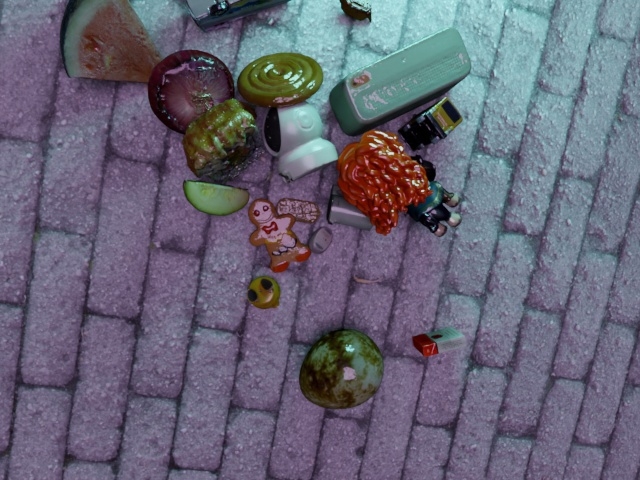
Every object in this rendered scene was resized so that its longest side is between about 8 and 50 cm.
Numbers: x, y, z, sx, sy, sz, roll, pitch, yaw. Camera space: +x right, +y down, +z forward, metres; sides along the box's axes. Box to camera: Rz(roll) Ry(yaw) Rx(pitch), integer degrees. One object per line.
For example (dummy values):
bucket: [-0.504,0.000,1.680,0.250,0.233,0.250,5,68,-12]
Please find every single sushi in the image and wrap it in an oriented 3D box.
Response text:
sushi: [-0.267,-0.289,1.175,0.274,0.184,0.139,-40,71,-6]
sushi: [0.112,-0.721,1.267,0.120,0.055,0.052,6,85,-19]

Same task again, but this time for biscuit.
biscuit: [-0.147,-0.020,1.306,0.165,0.036,0.250,-29,103,-1]
biscuit: [-0.118,-0.475,1.185,0.262,0.037,0.262,-2,53,3]
biscuit: [-0.072,-0.097,1.327,0.147,0.018,0.071,9,94,-10]

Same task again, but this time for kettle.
kettle: [0.100,-0.105,1.313,0.148,0.098,0.127,11,100,-6]

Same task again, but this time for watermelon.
watermelon: [-0.565,-0.541,1.095,0.292,0.250,0.283,25,97,-7]

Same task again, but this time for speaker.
speaker: [0.240,-0.482,1.244,0.406,0.184,0.183,-27,100,-5]

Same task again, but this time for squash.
squash: [-0.297,-0.118,1.174,0.169,0.252,0.093,10,96,-9]

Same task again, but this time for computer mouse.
computer mouse: [-0.001,0.001,1.334,0.066,0.039,0.096,41,63,-19]

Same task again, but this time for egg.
egg: [0.061,0.411,1.297,0.289,0.238,0.238,-29,100,20]

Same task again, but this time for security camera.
security camera: [-0.071,-0.310,1.219,0.194,0.194,0.236,-24,99,-5]

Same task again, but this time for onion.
onion: [-0.369,-0.424,1.165,0.248,0.248,0.161,-39,67,-2]

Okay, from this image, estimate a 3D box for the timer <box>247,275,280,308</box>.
timer: [-0.178,0.171,1.317,0.107,0.109,0.107,-3,73,10]

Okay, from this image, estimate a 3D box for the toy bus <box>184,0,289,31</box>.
toy bus: [-0.231,-0.711,1.180,0.317,0.138,0.112,-22,94,-4]

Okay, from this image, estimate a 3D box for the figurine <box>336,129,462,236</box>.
figurine: [0.250,-0.163,1.225,0.411,0.241,0.306,5,71,-33]

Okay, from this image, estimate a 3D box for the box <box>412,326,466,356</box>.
box: [0.407,0.348,1.404,0.152,0.100,0.048,-10,95,-7]

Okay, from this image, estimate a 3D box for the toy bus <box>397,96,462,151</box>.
toy bus: [0.336,-0.358,1.269,0.114,0.201,0.098,-42,100,-10]
